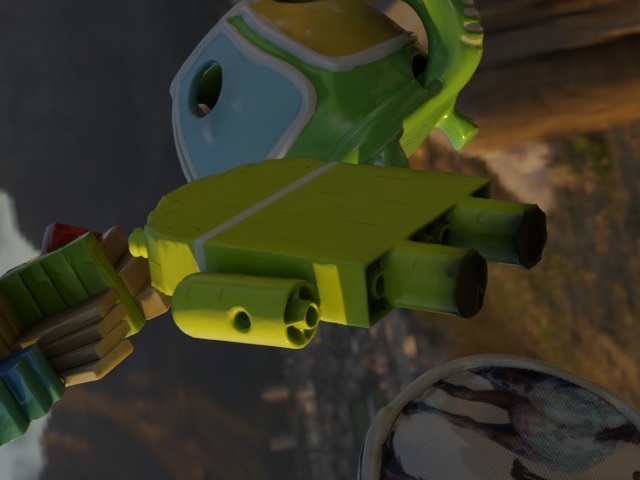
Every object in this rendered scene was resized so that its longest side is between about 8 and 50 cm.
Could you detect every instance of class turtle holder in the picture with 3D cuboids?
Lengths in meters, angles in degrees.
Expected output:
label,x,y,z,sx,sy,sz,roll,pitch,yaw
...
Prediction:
label,x,y,z,sx,sy,sz,roll,pitch,yaw
turtle holder,-0.001,-0.122,1.496,0.227,0.243,0.320,46,146,6

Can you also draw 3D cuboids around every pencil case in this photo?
label,x,y,z,sx,sy,sz,roll,pitch,yaw
pencil case,0.132,0.229,0.996,0.183,0.160,0.410,30,159,25

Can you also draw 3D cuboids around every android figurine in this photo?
label,x,y,z,sx,sy,sz,roll,pitch,yaw
android figurine,0.000,0.000,1.087,0.248,0.273,0.056,-34,-57,-52

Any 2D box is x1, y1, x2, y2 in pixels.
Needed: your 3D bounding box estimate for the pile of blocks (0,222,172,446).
label,x,y,z,sx,sy,sz,roll,pitch,yaw
pile of blocks,-0.238,0.072,1.205,0.149,0.362,0.113,-17,109,44
